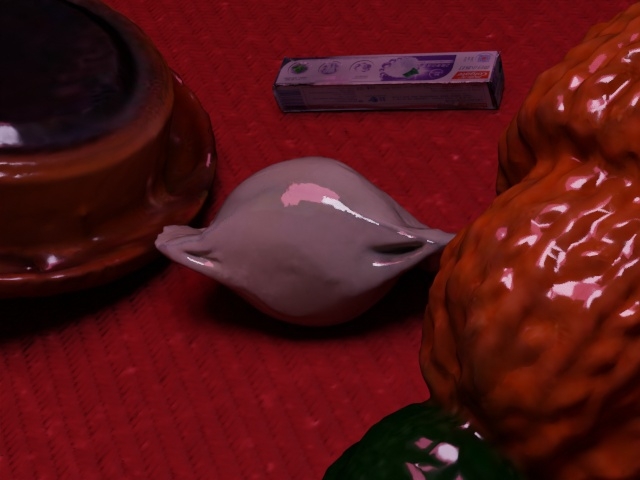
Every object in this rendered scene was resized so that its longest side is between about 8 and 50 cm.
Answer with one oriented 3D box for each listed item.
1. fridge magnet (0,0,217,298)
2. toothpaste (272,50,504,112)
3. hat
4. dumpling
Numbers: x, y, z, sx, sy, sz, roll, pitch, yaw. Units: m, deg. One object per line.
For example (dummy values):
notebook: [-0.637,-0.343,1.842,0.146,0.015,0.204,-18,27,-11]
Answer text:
fridge magnet: [-0.261,-0.092,1.313,0.364,0.155,0.363,8,40,-7]
toothpaste: [0.058,-0.134,1.404,0.196,0.040,0.047,0,43,18]
hat: [0.144,0.039,0.964,0.400,0.285,0.285,-30,40,-13]
dumpling: [0.000,0.000,1.201,0.229,0.124,0.151,7,5,17]
